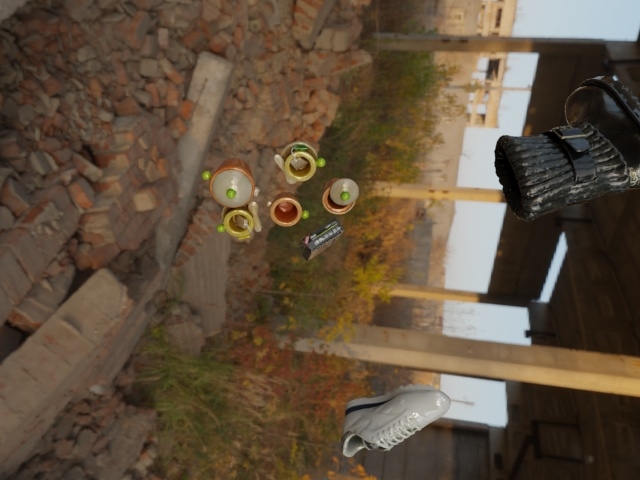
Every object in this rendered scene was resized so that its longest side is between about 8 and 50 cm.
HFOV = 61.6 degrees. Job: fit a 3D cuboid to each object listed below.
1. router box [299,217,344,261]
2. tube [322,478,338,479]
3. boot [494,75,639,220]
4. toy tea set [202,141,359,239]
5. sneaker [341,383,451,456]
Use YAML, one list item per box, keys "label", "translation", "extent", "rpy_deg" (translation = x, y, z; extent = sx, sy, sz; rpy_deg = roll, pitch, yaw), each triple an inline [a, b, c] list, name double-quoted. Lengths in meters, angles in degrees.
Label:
- label: "router box"
  translation: [0.000, 0.000, 1.254]
  extent: [0.038, 0.092, 0.122]
  rpy_deg: [56, -13, 7]
- label: "tube"
  translation: [0.084, 0.341, 0.676]
  extent: [0.052, 0.207, 0.080]
  rpy_deg: [61, 32, -27]
- label: "boot"
  translation: [0.444, -0.180, 0.988]
  extent: [0.348, 0.260, 0.131]
  rpy_deg: [-86, 159, -57]
- label: "toy tea set"
  translation: [-0.086, -0.100, 1.173]
  extent: [0.124, 0.335, 0.200]
  rpy_deg: [-97, 173, -60]
- label: "sneaker"
  translation: [0.136, 0.335, 0.986]
  extent: [0.090, 0.235, 0.095]
  rpy_deg: [45, 36, -19]
